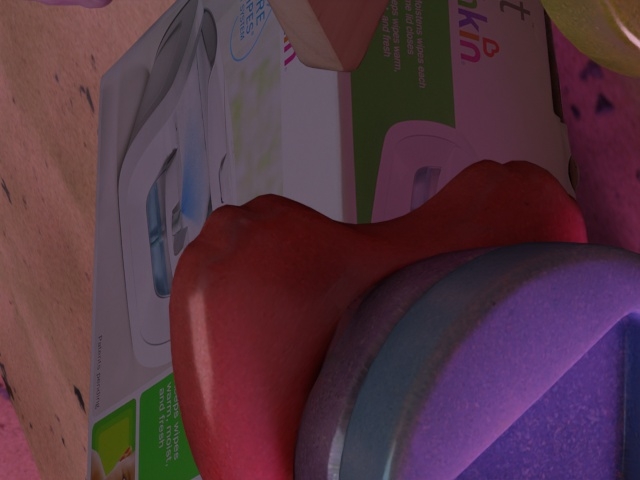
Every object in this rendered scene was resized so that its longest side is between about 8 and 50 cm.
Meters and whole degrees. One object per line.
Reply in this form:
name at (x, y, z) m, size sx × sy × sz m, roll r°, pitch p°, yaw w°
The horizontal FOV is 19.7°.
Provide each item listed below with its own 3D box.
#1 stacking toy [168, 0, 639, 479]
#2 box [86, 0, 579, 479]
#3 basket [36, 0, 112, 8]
stacking toy at (0.112, -0.022, 0.553) m, size 0.130 × 0.309 × 0.279 m, roll 15°, pitch 120°, yaw 54°
box at (0.000, 0.000, 0.849) m, size 0.231 × 0.127 × 0.262 m, roll -35°, pitch 49°, yaw 50°
basket at (-0.189, -0.306, 0.857) m, size 0.266 × 0.328 × 0.331 m, roll -5°, pitch 79°, yaw 61°
